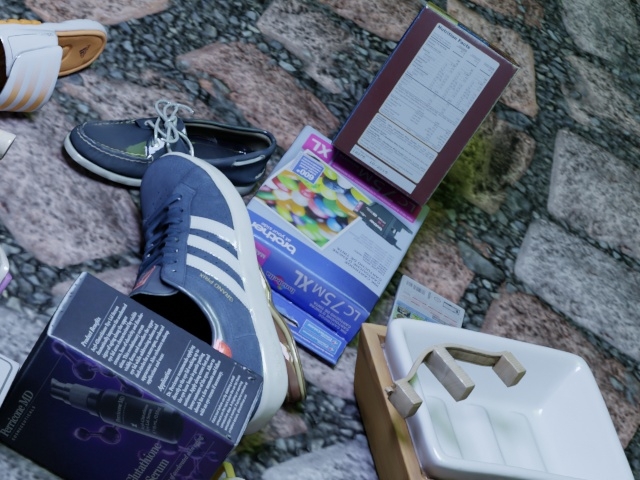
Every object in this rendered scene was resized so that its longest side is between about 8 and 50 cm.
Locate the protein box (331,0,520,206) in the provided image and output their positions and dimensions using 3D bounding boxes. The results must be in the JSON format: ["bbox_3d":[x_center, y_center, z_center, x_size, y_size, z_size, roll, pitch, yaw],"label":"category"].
[{"bbox_3d":[0.128,-0.170,2.400,0.136,0.201,0.200,35,8,-1],"label":"protein box"}]

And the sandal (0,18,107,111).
[{"bbox_3d":[-0.313,-0.193,2.210,0.076,0.102,0.265,45,34,19],"label":"sandal"}]

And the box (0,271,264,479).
[{"bbox_3d":[-0.183,0.155,1.865,0.207,0.153,0.108,30,36,-5],"label":"box"}]

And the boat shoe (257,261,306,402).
[{"bbox_3d":[-0.066,0.101,2.114,0.060,0.064,0.178,-21,65,-12],"label":"boat shoe"}]

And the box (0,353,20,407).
[{"bbox_3d":[-0.391,0.183,1.718,0.169,0.087,0.290,30,35,-8],"label":"box"}]

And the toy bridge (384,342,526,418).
[{"bbox_3d":[0.132,0.137,2.046,0.188,0.026,0.063,-10,52,-44],"label":"toy bridge"}]

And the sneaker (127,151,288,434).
[{"bbox_3d":[-0.150,0.039,2.045,0.148,0.131,0.350,11,42,-37],"label":"sneaker"}]

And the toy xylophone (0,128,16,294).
[{"bbox_3d":[-0.430,-0.045,1.851,0.323,0.236,0.081,26,8,-8],"label":"toy xylophone"}]

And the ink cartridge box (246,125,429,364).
[{"bbox_3d":[0.000,0.000,2.278,0.186,0.065,0.311,34,37,-1],"label":"ink cartridge box"}]

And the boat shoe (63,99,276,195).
[{"bbox_3d":[-0.167,-0.107,2.248,0.255,0.079,0.095,10,42,-31],"label":"boat shoe"}]

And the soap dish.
[{"bbox_3d":[0.180,0.211,2.126,0.291,0.118,0.229,12,41,-29],"label":"soap dish"}]

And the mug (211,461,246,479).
[{"bbox_3d":[-0.094,0.254,1.898,0.062,0.064,0.078,-17,59,-47],"label":"mug"}]

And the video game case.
[{"bbox_3d":[0.121,0.098,2.302,0.087,0.011,0.122,30,35,-8],"label":"video game case"}]
